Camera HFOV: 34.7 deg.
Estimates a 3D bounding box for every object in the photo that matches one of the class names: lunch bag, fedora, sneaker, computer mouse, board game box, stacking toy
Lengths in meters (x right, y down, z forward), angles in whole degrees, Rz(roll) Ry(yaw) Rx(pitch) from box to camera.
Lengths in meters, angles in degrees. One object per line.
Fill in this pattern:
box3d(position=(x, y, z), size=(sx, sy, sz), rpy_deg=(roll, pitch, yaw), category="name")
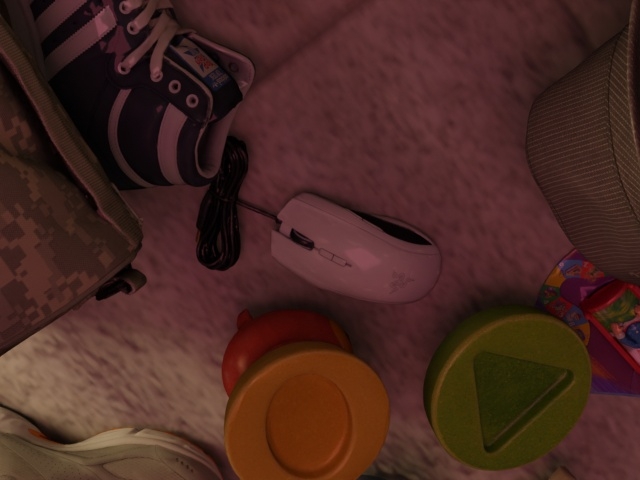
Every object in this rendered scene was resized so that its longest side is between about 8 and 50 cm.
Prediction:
box3d(position=(-0.279, -0.048, 0.609), size=(0.256, 0.212, 0.305), rpy_deg=(-26, 107, 9), category="lunch bag")
box3d(position=(0.224, -0.052, 0.644), size=(0.275, 0.124, 0.243), rpy_deg=(14, 72, -37), category="fedora")
box3d(position=(-0.210, 0.215, 0.837), size=(0.263, 0.121, 0.099), rpy_deg=(8, 113, 3), category="sneaker")
box3d(position=(0.000, 0.000, 0.772), size=(0.193, 0.042, 0.106), rpy_deg=(19, 111, -2), category="computer mouse")
box3d(position=(0.249, 0.069, 0.779), size=(0.169, 0.033, 0.133), rpy_deg=(4, 112, 4), category="board game box")
box3d(position=(0.068, 0.169, 0.823), size=(0.280, 0.130, 0.308), rpy_deg=(-18, 115, -11), category="stacking toy")
box3d(position=(-0.131, -0.160, 0.680), size=(0.153, 0.099, 0.282), rpy_deg=(6, 120, 17), category="sneaker")
